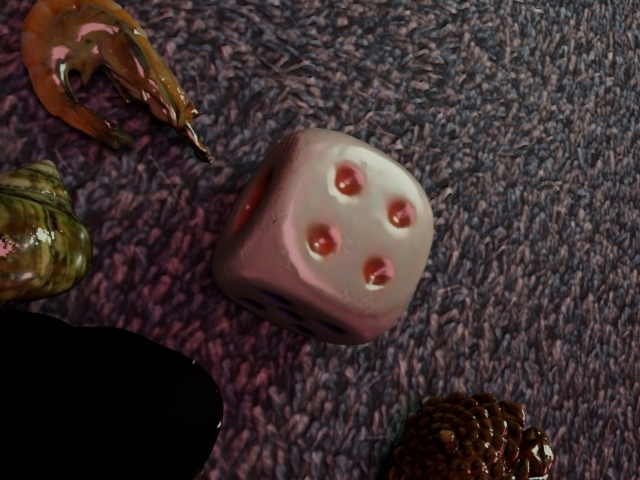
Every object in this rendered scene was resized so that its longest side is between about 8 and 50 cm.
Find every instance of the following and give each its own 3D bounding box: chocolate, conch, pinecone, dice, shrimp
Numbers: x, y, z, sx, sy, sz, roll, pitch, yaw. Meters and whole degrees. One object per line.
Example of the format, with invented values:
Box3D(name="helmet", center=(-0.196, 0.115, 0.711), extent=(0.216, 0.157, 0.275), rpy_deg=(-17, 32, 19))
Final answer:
Box3D(name="chocolate", center=(-0.269, 0.204, 0.507), extent=(0.340, 0.210, 0.225), rpy_deg=(5, 48, -21))
Box3D(name="conch", center=(-0.314, 0.001, 0.564), extent=(0.188, 0.124, 0.181), rpy_deg=(10, 31, 6))
Box3D(name="pinecone", center=(0.192, 0.291, 0.737), extent=(0.208, 0.208, 0.207), rpy_deg=(5, 78, -26))
Box3D(name="dice", center=(0.000, 0.000, 0.692), extent=(0.192, 0.194, 0.193), rpy_deg=(28, 67, -18))
Box3D(name="shrimp", center=(-0.235, -0.172, 0.683), extent=(0.145, 0.059, 0.254), rpy_deg=(-36, 97, -25))
